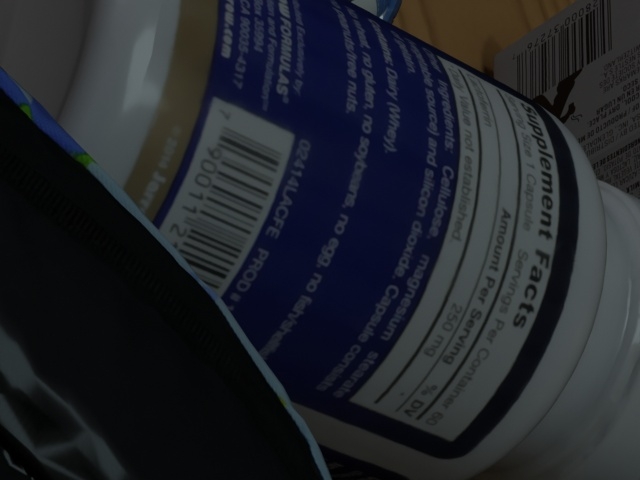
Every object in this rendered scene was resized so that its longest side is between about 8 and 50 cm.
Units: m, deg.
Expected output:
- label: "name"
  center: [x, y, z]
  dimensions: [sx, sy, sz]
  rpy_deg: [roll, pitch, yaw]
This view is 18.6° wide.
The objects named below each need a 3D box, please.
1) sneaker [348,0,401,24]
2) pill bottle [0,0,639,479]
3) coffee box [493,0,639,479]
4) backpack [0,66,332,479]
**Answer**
- label: "sneaker"
  center: [-0.007, -0.090, 0.792]
  dimensions: [0.059, 0.053, 0.144]
  rpy_deg: [38, 43, -18]
- label: "pill bottle"
  center: [0.000, 0.000, 0.665]
  dimensions: [0.264, 0.153, 0.153]
  rpy_deg: [25, 50, -32]
- label: "coffee box"
  center: [0.167, 0.046, 0.822]
  dimensions: [0.168, 0.119, 0.297]
  rpy_deg: [28, 48, -30]
- label: "backpack"
  center: [-0.162, 0.050, 0.431]
  dimensions: [0.355, 0.273, 0.290]
  rpy_deg: [30, 41, 2]
